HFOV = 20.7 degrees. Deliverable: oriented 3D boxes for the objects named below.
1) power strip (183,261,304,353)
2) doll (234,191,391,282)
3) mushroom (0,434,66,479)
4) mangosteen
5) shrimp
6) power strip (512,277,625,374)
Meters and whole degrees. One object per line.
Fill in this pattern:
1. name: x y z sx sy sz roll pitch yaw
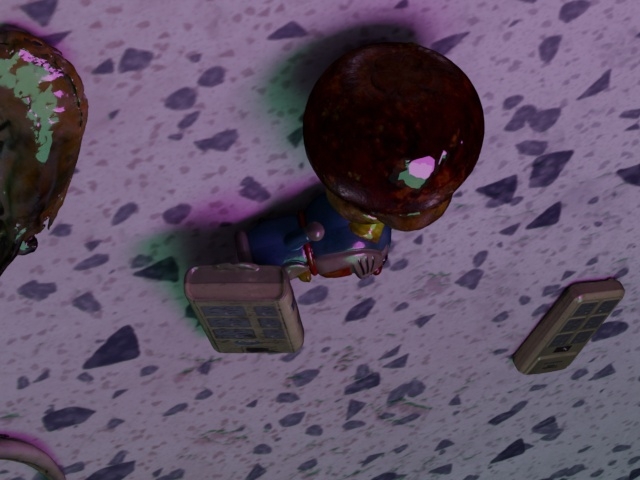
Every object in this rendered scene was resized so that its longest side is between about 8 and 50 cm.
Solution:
1. power strip: -0.066 0.069 1.616 0.092 0.034 0.268 0 164 3
2. doll: 0.000 0.000 1.579 0.152 0.086 0.114 -13 173 -1
3. mushroom: -0.308 0.235 1.775 0.068 0.043 0.306 -49 149 -8
4. mangosteen: 0.067 -0.075 1.430 0.145 0.156 0.181 -15 135 11
5. shrimp: -0.265 -0.061 1.324 0.173 0.058 0.253 3 137 -26
6. power strip: 0.280 0.104 1.993 0.076 0.028 0.169 -6 145 -30
